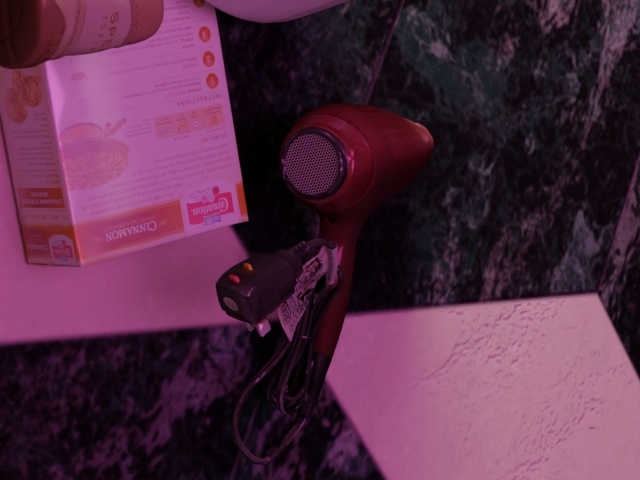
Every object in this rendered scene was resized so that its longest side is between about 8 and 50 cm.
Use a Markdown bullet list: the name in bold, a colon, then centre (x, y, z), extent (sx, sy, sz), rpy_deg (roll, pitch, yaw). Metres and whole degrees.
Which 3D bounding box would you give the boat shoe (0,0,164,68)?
- **boat shoe**: centre (-0.187, -0.270, 0.934), extent (0.110, 0.121, 0.341), rpy_deg (-16, 90, -38)

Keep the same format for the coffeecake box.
- **coffeecake box**: centre (-0.134, -0.088, 1.043), extent (0.142, 0.068, 0.186), rpy_deg (-17, 102, -41)

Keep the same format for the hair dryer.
- **hair dryer**: centre (0.000, 0.000, 1.164), extent (0.293, 0.080, 0.224), rpy_deg (-53, 158, -31)

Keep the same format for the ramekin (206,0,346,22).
- **ramekin**: centre (-0.028, -0.279, 1.039), extent (0.277, 0.135, 0.277), rpy_deg (32, 48, -44)
